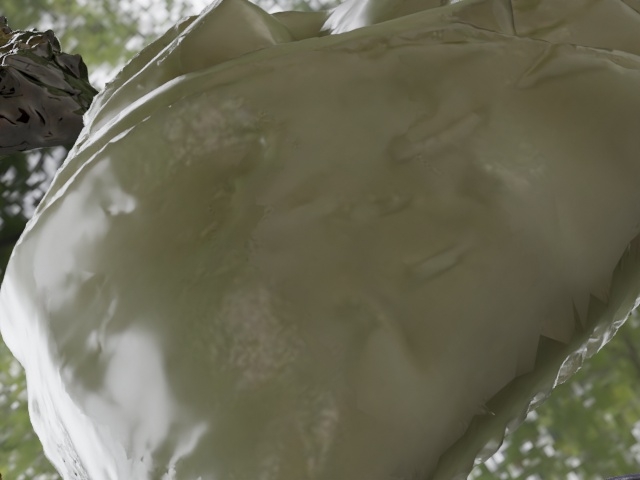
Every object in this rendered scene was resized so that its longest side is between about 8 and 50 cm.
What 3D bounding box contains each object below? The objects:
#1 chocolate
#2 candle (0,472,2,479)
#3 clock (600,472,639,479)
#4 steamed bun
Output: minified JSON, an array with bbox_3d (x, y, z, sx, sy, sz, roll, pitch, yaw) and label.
[{"bbox_3d":[-0.223,-0.078,1.018,0.224,0.206,0.177,-16,-110,-30],"label":"chocolate"},{"bbox_3d":[-0.157,0.130,0.644,0.052,0.052,0.130,41,-148,-13],"label":"candle"},{"bbox_3d":[0.089,0.178,0.649,0.064,0.172,0.198,32,-99,-37],"label":"clock"},{"bbox_3d":[0.000,0.001,0.463,0.218,0.211,0.144,-41,-96,-18],"label":"steamed bun"}]
